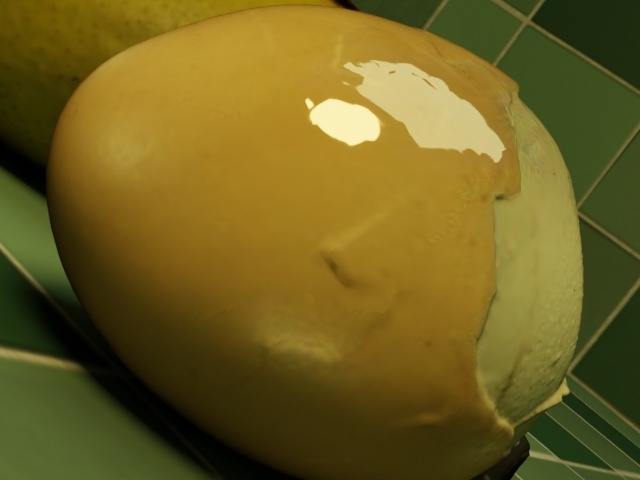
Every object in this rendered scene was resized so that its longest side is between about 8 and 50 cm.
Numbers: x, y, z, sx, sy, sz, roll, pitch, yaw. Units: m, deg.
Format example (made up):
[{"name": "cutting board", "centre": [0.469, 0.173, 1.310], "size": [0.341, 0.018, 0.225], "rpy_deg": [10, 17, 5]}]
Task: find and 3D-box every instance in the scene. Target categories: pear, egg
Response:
[{"name": "pear", "centre": [-0.129, -0.128, 0.778], "size": [0.386, 0.191, 0.340], "rpy_deg": [40, 3, 27]}, {"name": "egg", "centre": [0.000, 0.000, 0.524], "size": [0.244, 0.201, 0.201], "rpy_deg": [23, 10, -15]}]

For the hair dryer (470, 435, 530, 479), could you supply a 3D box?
[{"name": "hair dryer", "centre": [0.071, 0.121, 0.731], "size": [0.114, 0.070, 0.248], "rpy_deg": [38, -3, 19]}]
